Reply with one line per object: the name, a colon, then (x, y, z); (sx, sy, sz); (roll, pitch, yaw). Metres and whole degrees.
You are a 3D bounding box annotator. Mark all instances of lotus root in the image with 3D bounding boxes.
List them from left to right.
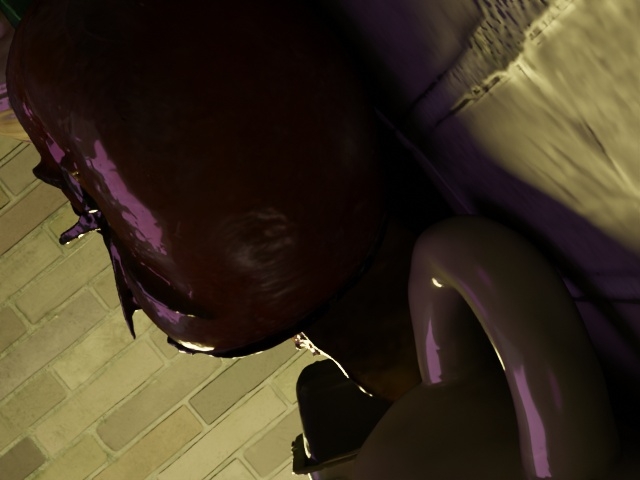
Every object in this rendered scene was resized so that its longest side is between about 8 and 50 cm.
lotus root: (0.000, 0.000, 0.804); (0.390, 0.111, 0.375); (42, 179, 22)

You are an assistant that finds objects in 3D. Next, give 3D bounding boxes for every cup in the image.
cup: (0.086, 0.130, 0.545); (0.255, 0.173, 0.202); (51, 177, -18)

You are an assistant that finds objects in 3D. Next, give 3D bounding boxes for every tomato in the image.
tomato: (-0.073, -0.066, 0.559); (0.214, 0.180, 0.155); (45, 170, 30)

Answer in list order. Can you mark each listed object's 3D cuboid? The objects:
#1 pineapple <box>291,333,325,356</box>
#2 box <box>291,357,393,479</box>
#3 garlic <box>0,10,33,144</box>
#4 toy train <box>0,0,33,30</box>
pineapple: (0.080, 0.130, 1.392); (0.364, 0.165, 0.165); (38, 170, 40)
box: (0.080, 0.184, 1.093); (0.290, 0.220, 0.166); (113, 140, -87)
garlic: (-0.272, -0.214, 1.073); (0.317, 0.259, 0.317); (52, 174, 8)
toy train: (-0.221, -0.260, 0.707); (0.266, 0.145, 0.202); (50, -179, 37)
